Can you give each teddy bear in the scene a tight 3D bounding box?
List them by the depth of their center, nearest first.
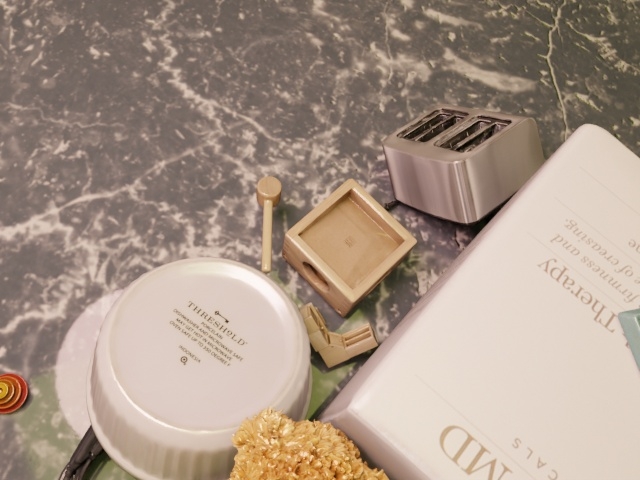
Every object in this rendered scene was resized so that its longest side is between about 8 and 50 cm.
[{"bbox_3d":[-0.075,0.326,0.578,0.338,0.113,0.245,-43,69,21],"label":"teddy bear"}]

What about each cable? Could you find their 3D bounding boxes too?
[{"bbox_3d":[-0.232,0.294,0.732,0.150,0.047,0.184,30,79,-7],"label":"cable"}]

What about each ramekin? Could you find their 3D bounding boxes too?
[{"bbox_3d":[-0.135,0.141,0.712,0.272,0.127,0.273,6,54,-9],"label":"ramekin"}]

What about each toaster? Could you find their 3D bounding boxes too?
[{"bbox_3d":[0.192,-0.109,0.863,0.185,0.110,0.168,-34,33,-21],"label":"toaster"}]

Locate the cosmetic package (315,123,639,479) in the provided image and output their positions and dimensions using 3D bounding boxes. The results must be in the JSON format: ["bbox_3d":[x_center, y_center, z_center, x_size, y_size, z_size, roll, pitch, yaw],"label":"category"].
[{"bbox_3d":[0.251,0.162,0.690,0.329,0.327,0.394,41,71,9],"label":"cosmetic package"}]

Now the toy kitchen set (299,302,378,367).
[{"bbox_3d":[0.021,0.105,0.811,0.075,0.068,0.083,-25,116,7],"label":"toy kitchen set"}]

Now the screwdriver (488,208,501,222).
[{"bbox_3d":[0.257,-0.082,0.950,0.025,0.024,0.170,10,58,-35],"label":"screwdriver"}]

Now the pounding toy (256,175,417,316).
[{"bbox_3d":[-0.011,0.002,0.841,0.181,0.094,0.206,-41,79,-20],"label":"pounding toy"}]

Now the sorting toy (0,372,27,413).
[{"bbox_3d":[-0.414,0.196,0.746,0.102,0.042,0.061,-34,77,-17],"label":"sorting toy"}]

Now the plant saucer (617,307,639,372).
[{"bbox_3d":[0.322,0.146,0.521,0.067,0.018,0.192,-10,71,-11],"label":"plant saucer"}]
